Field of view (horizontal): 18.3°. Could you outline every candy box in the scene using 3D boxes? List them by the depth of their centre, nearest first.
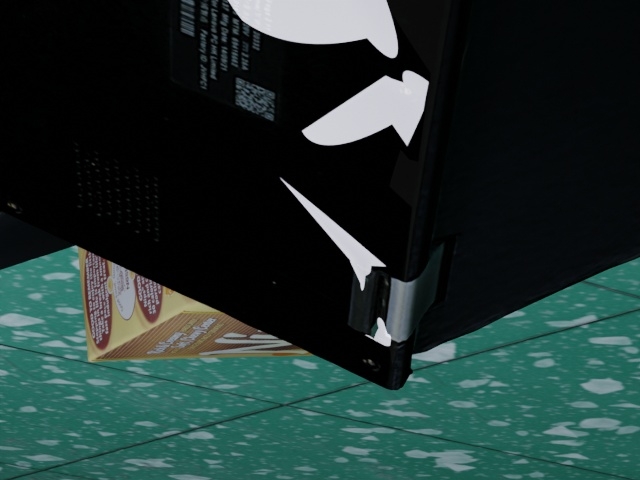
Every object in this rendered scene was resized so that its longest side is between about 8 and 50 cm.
[{"bbox_3d":[0.000,0.000,1.145,0.183,0.088,0.316,0,167,-28],"label":"candy box"}]

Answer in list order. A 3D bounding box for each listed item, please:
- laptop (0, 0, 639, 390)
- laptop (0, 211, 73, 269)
[{"bbox_3d":[0.032,-0.169,0.497,0.408,0.236,0.382,23,145,13],"label":"laptop"},{"bbox_3d":[-0.207,-0.064,1.159,0.264,0.136,0.234,36,154,-11],"label":"laptop"}]
